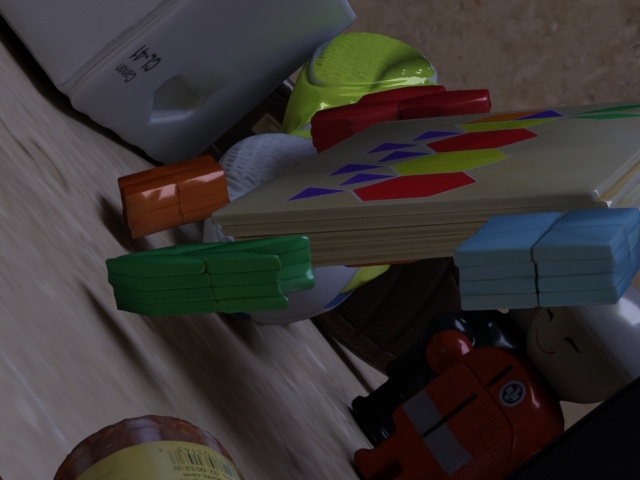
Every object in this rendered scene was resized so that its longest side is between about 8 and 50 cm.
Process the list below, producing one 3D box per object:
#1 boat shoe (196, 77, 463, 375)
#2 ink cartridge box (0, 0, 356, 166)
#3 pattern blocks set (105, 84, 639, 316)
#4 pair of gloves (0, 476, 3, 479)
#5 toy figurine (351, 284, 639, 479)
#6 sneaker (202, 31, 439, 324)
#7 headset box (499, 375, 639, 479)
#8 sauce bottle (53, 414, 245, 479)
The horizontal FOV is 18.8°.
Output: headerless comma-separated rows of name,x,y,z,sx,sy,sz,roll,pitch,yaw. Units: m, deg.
boat shoe,0.003,-0.022,1.135,0.257,0.095,0.095,52,-2,3
ink cartridge box,-0.133,-0.202,0.916,0.306,0.131,0.226,51,4,10
pattern blocks set,0.060,-0.022,0.697,0.325,0.285,0.026,-26,111,-57
pair of gloves,-0.107,-0.012,0.276,0.159,0.023,0.198,46,6,-42
toy figurine,0.127,0.113,0.900,0.209,0.148,0.213,52,3,-2
sneaker,0.000,0.000,0.916,0.091,0.126,0.240,21,34,9
headset box,0.206,0.135,0.635,0.246,0.283,0.131,53,4,30
sauce bottle,-0.017,0.079,0.329,0.042,0.042,0.128,49,4,-32
